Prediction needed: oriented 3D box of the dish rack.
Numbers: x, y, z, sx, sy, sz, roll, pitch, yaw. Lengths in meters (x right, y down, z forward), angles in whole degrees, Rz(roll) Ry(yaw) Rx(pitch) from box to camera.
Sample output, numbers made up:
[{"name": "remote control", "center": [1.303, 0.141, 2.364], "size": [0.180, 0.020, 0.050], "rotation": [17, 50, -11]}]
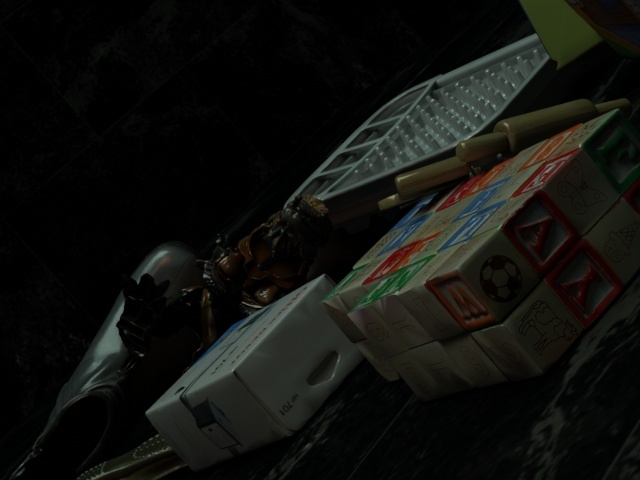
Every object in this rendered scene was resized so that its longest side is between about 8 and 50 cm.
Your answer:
[{"name": "dish rack", "center": [0.138, -0.115, 1.802], "size": [0.332, 0.072, 0.285], "rotation": [-21, 18, 46]}]

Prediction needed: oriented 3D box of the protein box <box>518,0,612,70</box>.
[{"name": "protein box", "center": [0.319, -0.288, 1.562], "size": [0.201, 0.136, 0.200], "rotation": [-24, -6, -42]}]

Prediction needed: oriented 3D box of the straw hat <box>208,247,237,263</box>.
[{"name": "straw hat", "center": [-0.094, 0.072, 2.042], "size": [0.144, 0.144, 0.061], "rotation": [-37, 50, 29]}]

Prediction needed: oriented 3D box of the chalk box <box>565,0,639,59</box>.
[{"name": "chalk box", "center": [0.203, -0.188, 0.902], "size": [0.132, 0.132, 0.213], "rotation": [-47, 11, 2]}]

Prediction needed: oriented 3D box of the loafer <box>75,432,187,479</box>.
[{"name": "loafer", "center": [-0.169, 0.226, 1.568], "size": [0.148, 0.050, 0.056], "rotation": [-23, 14, 12]}]

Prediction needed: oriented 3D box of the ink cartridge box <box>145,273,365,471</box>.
[{"name": "ink cartridge box", "center": [-0.054, 0.122, 1.453], "size": [0.139, 0.082, 0.190], "rotation": [-45, 7, -33]}]

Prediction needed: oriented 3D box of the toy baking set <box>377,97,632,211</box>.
[{"name": "toy baking set", "center": [0.157, -0.075, 1.313], "size": [0.256, 0.030, 0.197], "rotation": [-17, -4, -23]}]

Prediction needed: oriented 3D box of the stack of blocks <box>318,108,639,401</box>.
[{"name": "stack of blocks", "center": [0.108, 0.025, 1.149], "size": [0.171, 0.087, 0.297], "rotation": [-44, 7, -24]}]

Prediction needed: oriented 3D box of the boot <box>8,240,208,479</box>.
[{"name": "boot", "center": [-0.228, 0.164, 1.814], "size": [0.338, 0.118, 0.223], "rotation": [-62, 0, 3]}]

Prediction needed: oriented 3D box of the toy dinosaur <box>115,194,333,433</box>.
[{"name": "toy dinosaur", "center": [-0.094, 0.098, 1.718], "size": [0.218, 0.164, 0.322], "rotation": [-25, -48, -57]}]

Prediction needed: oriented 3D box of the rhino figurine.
[{"name": "rhino figurine", "center": [0.000, 0.000, 1.888], "size": [0.243, 0.106, 0.073], "rotation": [-43, -32, -28]}]
